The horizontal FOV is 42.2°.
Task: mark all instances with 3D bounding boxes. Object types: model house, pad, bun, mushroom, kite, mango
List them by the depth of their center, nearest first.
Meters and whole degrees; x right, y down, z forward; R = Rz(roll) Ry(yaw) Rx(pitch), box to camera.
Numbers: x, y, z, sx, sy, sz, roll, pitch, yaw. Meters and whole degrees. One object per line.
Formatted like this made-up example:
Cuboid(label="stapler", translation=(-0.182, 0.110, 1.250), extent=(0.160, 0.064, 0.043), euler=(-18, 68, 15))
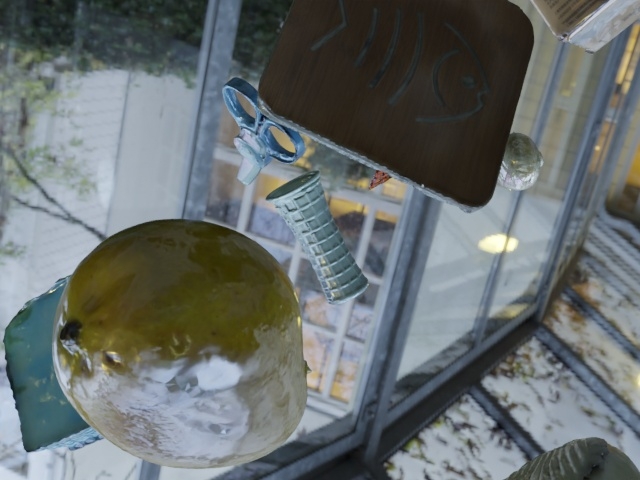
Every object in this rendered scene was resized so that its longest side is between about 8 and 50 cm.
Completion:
Cuboid(label="bun", translation=(0.249, 0.327, 0.906), extent=(0.141, 0.239, 0.239), euler=(54, -150, 11))
Cuboid(label="pad", translation=(0.098, -0.201, 0.920), extent=(0.284, 0.286, 0.018), euler=(24, 157, -12))
Cuboid(label="mango", translation=(-0.147, 0.147, 1.050), extent=(0.220, 0.301, 0.445), euler=(49, 179, 37))
Cuboid(label="mushroom", translation=(0.281, -0.113, 1.179), extent=(0.068, 0.083, 0.083), euler=(-16, -153, -18))
Cuboid(label="model house", translation=(-0.310, 0.184, 1.301), extent=(0.241, 0.261, 0.225), euler=(19, -130, -58))
Cuboid(label="kite", translation=(0.166, -0.180, 1.716), extent=(0.008, 0.222, 0.125), euler=(14, 168, 40))

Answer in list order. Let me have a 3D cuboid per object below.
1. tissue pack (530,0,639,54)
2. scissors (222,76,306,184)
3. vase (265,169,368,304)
Cuboid(label="tissue pack", translation=(0.441, -0.440, 1.170), extent=(0.239, 0.305, 0.238), euler=(32, -145, -26))
Cuboid(label="scissors", translation=(-0.084, -0.122, 1.080), extent=(0.125, 0.030, 0.256), euler=(44, 163, 2))
Cuboid(label="vase", translation=(0.000, 0.000, 1.941), extent=(0.143, 0.298, 0.143), euler=(-26, -167, 6))
